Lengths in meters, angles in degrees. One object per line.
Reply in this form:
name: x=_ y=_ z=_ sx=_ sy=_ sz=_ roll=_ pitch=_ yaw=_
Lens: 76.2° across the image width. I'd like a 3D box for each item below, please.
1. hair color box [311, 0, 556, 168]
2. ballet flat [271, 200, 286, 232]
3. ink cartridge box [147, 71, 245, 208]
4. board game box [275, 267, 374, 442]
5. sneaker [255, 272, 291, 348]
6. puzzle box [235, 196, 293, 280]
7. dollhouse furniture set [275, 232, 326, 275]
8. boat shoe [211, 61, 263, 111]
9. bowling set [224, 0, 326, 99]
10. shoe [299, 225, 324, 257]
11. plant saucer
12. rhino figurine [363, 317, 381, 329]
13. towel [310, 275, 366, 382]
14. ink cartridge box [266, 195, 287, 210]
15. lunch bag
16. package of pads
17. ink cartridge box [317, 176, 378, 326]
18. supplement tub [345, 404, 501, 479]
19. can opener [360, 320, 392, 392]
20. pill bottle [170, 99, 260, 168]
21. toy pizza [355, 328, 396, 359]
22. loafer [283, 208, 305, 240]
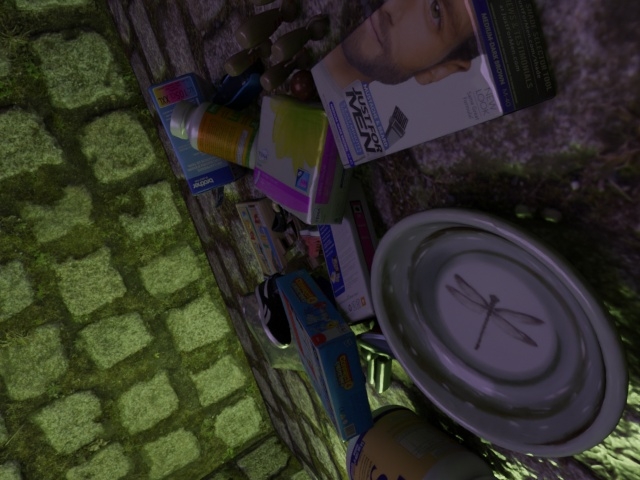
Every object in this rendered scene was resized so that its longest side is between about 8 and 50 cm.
hair color box: x=0.126 y=-0.229 z=0.582 sx=0.339 sy=0.110 sz=0.185 roll=-4 pitch=108 yaw=62
ballet flat: x=-0.135 y=-0.069 z=1.271 sx=0.173 sy=0.049 sz=0.057 roll=89 pitch=166 yaw=-62
ink cartridge box: x=-0.369 y=-0.307 z=1.322 sx=0.270 sy=0.151 sz=0.395 roll=-101 pitch=-9 yaw=-76
board game box: x=0.005 y=0.272 z=1.014 sx=0.302 sy=0.086 sz=0.308 roll=-133 pitch=26 yaw=-57
sneaker: x=-0.112 y=0.187 z=1.171 sx=0.121 sy=0.079 sz=0.216 roll=-42 pitch=56 yaw=24
puzzle box: x=-0.185 y=0.040 z=1.506 sx=0.272 sy=0.052 sz=0.408 roll=5 pitch=118 yaw=63
dollhouse furniture set: x=-0.089 y=0.043 z=1.259 sx=0.160 sy=0.101 sz=0.182 roll=60 pitch=155 yaw=10
boat shoe: x=-0.231 y=-0.426 z=1.139 sx=0.258 sy=0.109 sz=0.088 roll=-13 pitch=94 yaw=48
bowling set: x=-0.056 y=-0.377 z=0.804 sx=0.200 sy=0.154 sz=0.287 roll=49 pitch=156 yaw=-9
shoe: x=0.000 y=0.000 z=1.099 sx=0.081 sy=0.064 sz=0.178 roll=67 pitch=161 yaw=-9
plant saucer: x=0.253 y=0.126 z=0.635 sx=0.401 sy=0.101 sz=0.400 roll=33 pitch=136 yaw=40
rhino figurine: x=0.143 y=0.149 z=0.928 sx=0.243 sy=0.073 sz=0.106 roll=146 pitch=121 yaw=-66
towel: x=0.044 y=0.255 z=1.182 sx=0.228 sy=0.076 sz=0.307 roll=-166 pitch=56 yaw=-72
ink cartridge box: x=-0.095 y=-0.150 z=1.142 sx=0.180 sy=0.060 sz=0.104 roll=35 pitch=142 yaw=47
lunch bag: x=-0.107 y=0.274 z=1.350 sx=0.235 sy=0.169 sz=0.286 roll=-10 pitch=112 yaw=41
package of pads: x=-0.044 y=-0.187 z=0.877 sx=0.297 sy=0.101 sz=0.229 roll=34 pitch=121 yaw=50
ink cartridge box: x=0.056 y=-0.004 z=0.914 sx=0.176 sy=0.069 sz=0.370 roll=131 pitch=127 yaw=-63
supplement tub: x=0.237 y=0.551 z=0.921 sx=0.331 sy=0.241 sz=0.240 roll=12 pitch=123 yaw=60
can opener: x=0.143 y=0.310 z=1.076 sx=0.074 sy=0.093 sz=0.280 roll=44 pitch=153 yaw=41
pill bottle: x=-0.273 y=-0.297 z=1.122 sx=0.246 sy=0.136 sz=0.136 roll=19 pitch=148 yaw=-2
toy pizza: x=0.174 y=0.227 z=0.877 sx=0.202 sy=0.032 sz=0.201 roll=16 pitch=157 yaw=7
loafer: x=-0.080 y=-0.053 z=1.227 sx=0.125 sy=0.039 sz=0.045 roll=55 pitch=154 yaw=20
